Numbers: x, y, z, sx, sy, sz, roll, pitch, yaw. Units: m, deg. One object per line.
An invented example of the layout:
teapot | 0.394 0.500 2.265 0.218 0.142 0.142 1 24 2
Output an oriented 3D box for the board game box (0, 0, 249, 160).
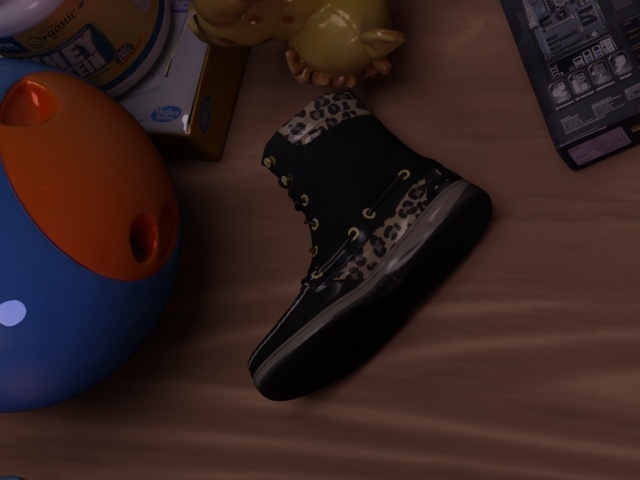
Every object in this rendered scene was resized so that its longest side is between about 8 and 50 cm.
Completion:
board game box | -0.171 -0.239 1.347 0.242 0.064 0.316 7 75 27

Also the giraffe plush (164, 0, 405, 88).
giraffe plush | -0.012 -0.200 1.173 0.170 0.181 0.210 20 112 -8

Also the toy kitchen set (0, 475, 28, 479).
toy kitchen set | -0.246 0.302 1.151 0.166 0.122 0.207 15 79 29

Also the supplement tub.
supplement tub | -0.232 -0.216 1.212 0.144 0.200 0.144 -9 68 23

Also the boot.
boot | 0.001 0.000 1.168 0.236 0.085 0.178 -43 57 -2

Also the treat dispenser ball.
treat dispenser ball | -0.257 -0.004 1.171 0.288 0.288 0.288 -9 68 22

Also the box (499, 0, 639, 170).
box | 0.266 -0.184 1.123 0.233 0.059 0.183 -25 63 16
